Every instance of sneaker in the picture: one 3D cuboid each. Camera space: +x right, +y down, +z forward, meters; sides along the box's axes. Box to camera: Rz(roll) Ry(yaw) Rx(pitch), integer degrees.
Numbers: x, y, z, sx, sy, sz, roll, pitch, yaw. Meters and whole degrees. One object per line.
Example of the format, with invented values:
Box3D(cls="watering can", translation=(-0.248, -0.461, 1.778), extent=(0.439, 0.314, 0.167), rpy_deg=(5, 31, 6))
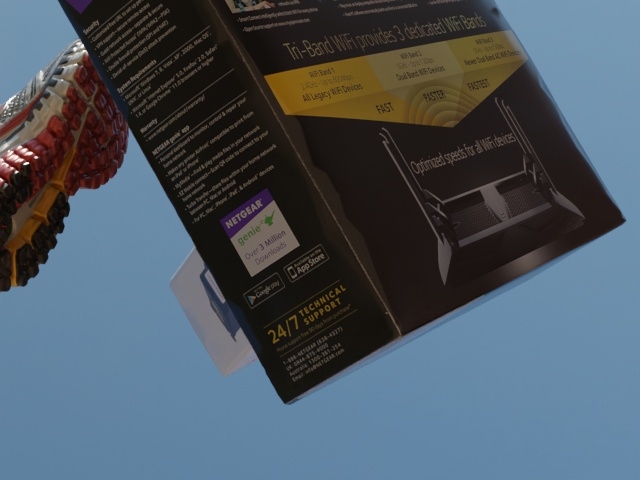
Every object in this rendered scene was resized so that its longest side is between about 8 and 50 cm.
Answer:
Box3D(cls="sneaker", translation=(-0.187, -0.060, 1.010), extent=(0.225, 0.092, 0.088), rpy_deg=(-58, -32, -49))

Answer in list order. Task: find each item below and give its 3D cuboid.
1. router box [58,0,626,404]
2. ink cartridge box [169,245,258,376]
Box3D(cls="router box", translation=(0.025, -0.069, 0.901), extent=(0.309, 0.081, 0.243), rpy_deg=(-19, -102, -58))
Box3D(cls="ink cartridge box", translation=(0.000, 0.000, 1.294), extent=(0.172, 0.237, 0.100), rpy_deg=(-26, -100, -26))
